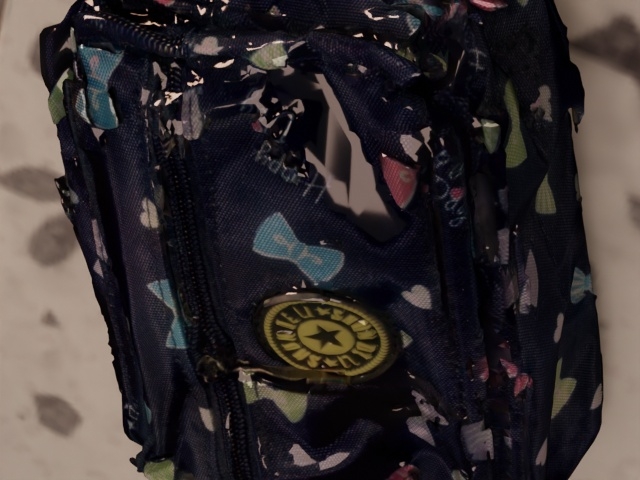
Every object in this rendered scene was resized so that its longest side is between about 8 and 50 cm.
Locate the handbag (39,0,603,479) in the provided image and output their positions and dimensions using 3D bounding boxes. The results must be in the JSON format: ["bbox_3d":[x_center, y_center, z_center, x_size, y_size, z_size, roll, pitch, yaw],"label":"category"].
[{"bbox_3d":[0.000,0.000,0.577,0.162,0.113,0.260,10,131,22],"label":"handbag"}]
